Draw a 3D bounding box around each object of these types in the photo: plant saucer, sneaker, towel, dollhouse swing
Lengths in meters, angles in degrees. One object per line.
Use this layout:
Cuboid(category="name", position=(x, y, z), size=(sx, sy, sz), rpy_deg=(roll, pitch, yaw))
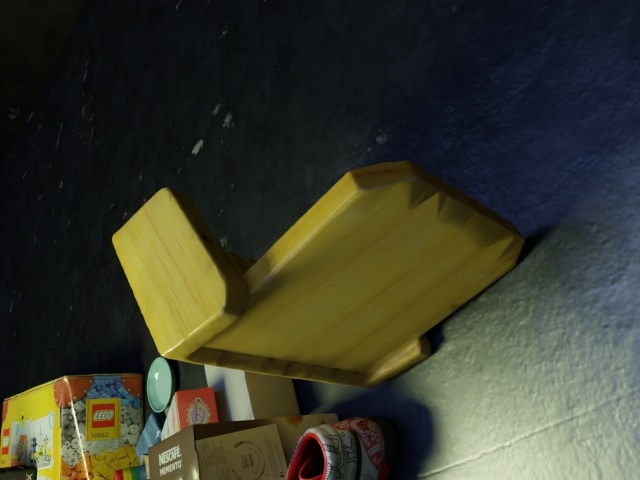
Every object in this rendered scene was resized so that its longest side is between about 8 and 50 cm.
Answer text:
Cuboid(category="plant saucer", position=(-0.353, 0.322, 1.341), size=(0.119, 0.021, 0.119), rpy_deg=(-13, 73, 48))
Cuboid(category="sneaker", position=(0.014, 0.370, 0.792), size=(0.090, 0.145, 0.269), rpy_deg=(8, 89, 51))
Cuboid(category="towel", position=(-0.377, 0.446, 1.340), size=(0.067, 0.029, 0.119), rpy_deg=(49, 119, 44))
Cuboid(category="dollhouse swing", position=(0.000, 0.000, 0.736), size=(0.304, 0.347, 0.315), rpy_deg=(-55, 45, 15))

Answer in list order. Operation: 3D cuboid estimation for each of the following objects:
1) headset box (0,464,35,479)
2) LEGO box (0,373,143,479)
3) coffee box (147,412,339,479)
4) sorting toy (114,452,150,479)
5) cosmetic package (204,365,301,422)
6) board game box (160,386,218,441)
Cuboid(category="headset box", position=(-0.791, 0.619, 1.292), size=(0.110, 0.293, 0.217), rpy_deg=(-16, 72, 47))
Cuboid(category="LEGO box", position=(-0.639, 0.555, 1.504), size=(0.500, 0.193, 0.372), rpy_deg=(-24, 65, 45))
Cuboid(category="coffee box", position=(-0.100, 0.318, 0.859), size=(0.141, 0.247, 0.098), rpy_deg=(-37, 57, 40))
Cuboid(category="sorting toy", position=(-0.344, 0.554, 1.156), size=(0.255, 0.090, 0.256), rpy_deg=(140, 122, -62))
Cuboid(category="cosmetic package", position=(-0.129, 0.218, 1.031), size=(0.127, 0.107, 0.237), rpy_deg=(-40, 57, 40))
Cuboid(category="board game box", position=(-0.222, 0.418, 1.043), size=(0.316, 0.064, 0.242), rpy_deg=(122, 139, -56))
